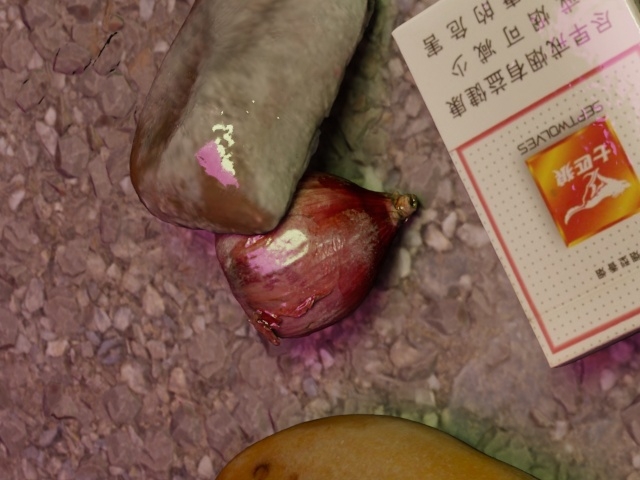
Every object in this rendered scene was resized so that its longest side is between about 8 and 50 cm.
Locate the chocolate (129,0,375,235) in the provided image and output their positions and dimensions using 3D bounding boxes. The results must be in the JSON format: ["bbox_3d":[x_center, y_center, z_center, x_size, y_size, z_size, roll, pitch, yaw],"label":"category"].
[{"bbox_3d":[-0.074,-0.158,1.439,0.185,0.100,0.303,7,66,39],"label":"chocolate"}]

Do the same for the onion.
[{"bbox_3d":[0.000,0.000,1.463,0.195,0.159,0.159,-27,80,6],"label":"onion"}]

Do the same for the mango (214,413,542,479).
[{"bbox_3d":[0.071,0.266,1.409,0.384,0.199,0.222,-3,93,30],"label":"mango"}]

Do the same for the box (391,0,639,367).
[{"bbox_3d":[0.224,-0.083,1.337,0.210,0.095,0.330,-30,79,31],"label":"box"}]
